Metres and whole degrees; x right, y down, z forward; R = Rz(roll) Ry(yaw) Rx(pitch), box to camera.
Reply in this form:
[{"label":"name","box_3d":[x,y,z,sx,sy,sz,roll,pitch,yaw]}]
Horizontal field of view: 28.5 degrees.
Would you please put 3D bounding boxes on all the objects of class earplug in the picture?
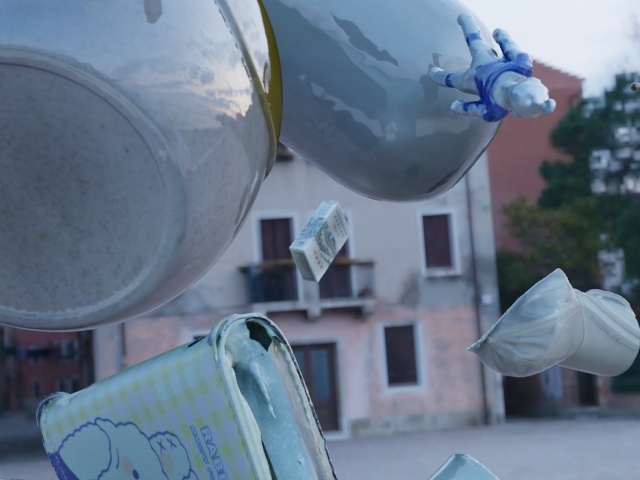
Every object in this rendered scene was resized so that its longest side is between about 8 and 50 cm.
[{"label":"earplug","box_3d":[0.063,-0.235,1.734,0.394,0.312,0.312,38,-1,8]}]

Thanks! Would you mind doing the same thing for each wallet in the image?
[{"label":"wallet","box_3d":[-0.108,0.193,0.985,0.077,0.223,0.310,-18,-6,-40]}]

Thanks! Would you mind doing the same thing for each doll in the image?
[{"label":"doll","box_3d":[0.205,-0.184,1.469,0.057,0.114,0.227,25,14,-32]}]

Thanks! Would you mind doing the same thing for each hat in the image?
[{"label":"hat","box_3d":[0.361,0.170,1.934,0.226,0.164,0.219,35,-43,0]}]

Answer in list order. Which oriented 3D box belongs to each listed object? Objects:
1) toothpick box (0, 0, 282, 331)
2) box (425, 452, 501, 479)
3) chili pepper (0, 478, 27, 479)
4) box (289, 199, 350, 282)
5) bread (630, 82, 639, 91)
[{"label":"toothpick box","box_3d":[-0.235,-0.143,1.247,0.409,0.408,0.425,-5,33,8]},{"label":"box","box_3d":[0.191,0.332,0.915,0.090,0.373,0.367,-40,-14,-12]},{"label":"chili pepper","box_3d":[-0.348,0.377,1.379,0.249,0.233,0.257,29,-4,38]},{"label":"box","box_3d":[0.000,0.000,1.449,0.024,0.083,0.054,12,-39,31]},{"label":"bread","box_3d":[0.584,-0.204,1.752,0.344,0.084,0.124,5,-36,-18]}]
